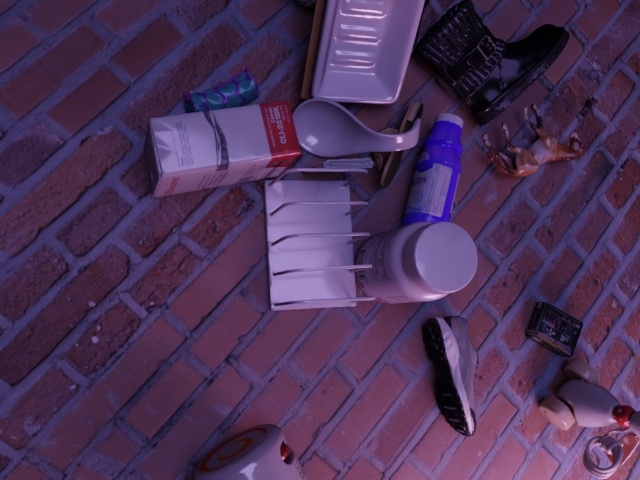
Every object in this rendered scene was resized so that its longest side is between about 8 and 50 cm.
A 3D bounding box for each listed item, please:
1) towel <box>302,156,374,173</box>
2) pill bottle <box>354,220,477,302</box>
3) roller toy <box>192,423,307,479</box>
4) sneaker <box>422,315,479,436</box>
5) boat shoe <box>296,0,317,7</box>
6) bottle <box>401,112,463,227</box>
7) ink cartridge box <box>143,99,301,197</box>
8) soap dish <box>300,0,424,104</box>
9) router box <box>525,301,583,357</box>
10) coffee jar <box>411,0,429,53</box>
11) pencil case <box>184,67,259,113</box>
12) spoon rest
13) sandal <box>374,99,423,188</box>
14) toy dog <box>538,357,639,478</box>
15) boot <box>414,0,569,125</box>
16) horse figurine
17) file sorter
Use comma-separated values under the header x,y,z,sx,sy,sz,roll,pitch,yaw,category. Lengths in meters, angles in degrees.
x,y,z,sx,sy,sz,roll,pitch,yaw,category
0.033,-0.159,1.407,0.113,0.152,0.023,-3,93,-20,towel
0.191,0.047,1.365,0.160,0.283,0.160,2,83,-18,pill bottle
-0.128,0.455,1.255,0.191,0.209,0.146,-31,95,-39,roller toy
0.312,0.298,1.474,0.108,0.100,0.272,-8,86,-24,sneaker
-0.027,-0.570,1.476,0.302,0.109,0.094,28,91,-4,boat shoe
0.261,-0.145,1.498,0.092,0.118,0.283,18,79,-15,bottle
-0.201,-0.177,1.308,0.272,0.197,0.114,-13,86,-20,ink cartridge box
0.083,-0.437,1.409,0.228,0.291,0.118,-1,39,-17,soap dish
0.563,0.215,1.597,0.122,0.038,0.092,29,75,-13,router box
0.196,-0.529,1.543,0.096,0.079,0.184,19,78,-2,coffee jar
-0.207,-0.301,1.391,0.151,0.064,0.070,-29,118,-20,pencil case
0.071,-0.234,1.415,0.276,0.137,0.084,6,37,8,spoon rest
0.154,-0.225,1.510,0.079,0.088,0.240,20,67,17,sandal
0.652,0.407,1.486,0.220,0.334,0.161,-39,115,6,toy dog
0.414,-0.473,1.582,0.348,0.131,0.260,-44,98,-17,boot
0.509,-0.227,1.620,0.263,0.066,0.174,-32,88,-21,horse figurine
0.000,0.000,1.367,0.192,0.173,0.278,-1,84,-18,file sorter
